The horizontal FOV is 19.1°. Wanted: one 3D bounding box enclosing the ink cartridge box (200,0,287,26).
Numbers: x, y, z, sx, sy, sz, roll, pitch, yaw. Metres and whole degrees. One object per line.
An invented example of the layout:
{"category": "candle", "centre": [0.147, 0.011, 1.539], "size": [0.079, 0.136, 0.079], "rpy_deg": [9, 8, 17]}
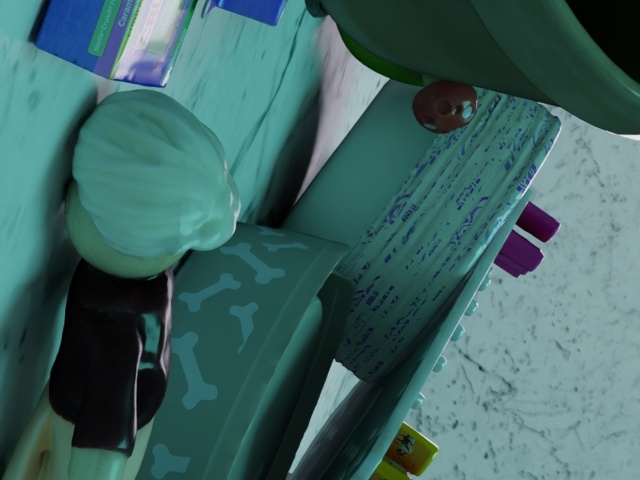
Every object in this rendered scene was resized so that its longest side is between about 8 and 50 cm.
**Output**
{"category": "ink cartridge box", "centre": [-0.005, -0.218, 0.980], "size": [0.208, 0.045, 0.206], "rpy_deg": [-83, -167, -73]}

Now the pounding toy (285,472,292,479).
{"category": "pounding toy", "centre": [-0.097, 0.347, 1.884], "size": [0.181, 0.094, 0.206], "rpy_deg": [-56, 164, -45]}

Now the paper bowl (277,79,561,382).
{"category": "paper bowl", "centre": [0.069, -0.030, 1.633], "size": [0.284, 0.148, 0.284], "rpy_deg": [-53, -178, 2]}

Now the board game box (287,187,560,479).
{"category": "board game box", "centre": [0.035, 0.181, 1.595], "size": [0.390, 0.050, 0.390], "rpy_deg": [-54, -179, 41]}

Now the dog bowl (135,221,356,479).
{"category": "dog bowl", "centre": [-0.082, 0.143, 1.411], "size": [0.349, 0.102, 0.348], "rpy_deg": [23, 90, -82]}

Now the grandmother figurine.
{"category": "grandmother figurine", "centre": [-0.120, 0.078, 1.026], "size": [0.208, 0.104, 0.342], "rpy_deg": [-108, -152, -57]}

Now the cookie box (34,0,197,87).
{"category": "cookie box", "centre": [-0.085, -0.120, 0.871], "size": [0.107, 0.040, 0.091], "rpy_deg": [-16, 127, -80]}

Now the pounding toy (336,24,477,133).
{"category": "pounding toy", "centre": [0.134, -0.160, 1.465], "size": [0.183, 0.237, 0.110], "rpy_deg": [79, 0, -56]}

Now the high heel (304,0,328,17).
{"category": "high heel", "centre": [0.090, -0.182, 1.309], "size": [0.093, 0.261, 0.186], "rpy_deg": [-1, -119, 50]}

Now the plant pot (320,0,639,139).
{"category": "plant pot", "centre": [0.139, -0.209, 1.113], "size": [0.280, 0.323, 0.323], "rpy_deg": [-3, -122, 57]}
